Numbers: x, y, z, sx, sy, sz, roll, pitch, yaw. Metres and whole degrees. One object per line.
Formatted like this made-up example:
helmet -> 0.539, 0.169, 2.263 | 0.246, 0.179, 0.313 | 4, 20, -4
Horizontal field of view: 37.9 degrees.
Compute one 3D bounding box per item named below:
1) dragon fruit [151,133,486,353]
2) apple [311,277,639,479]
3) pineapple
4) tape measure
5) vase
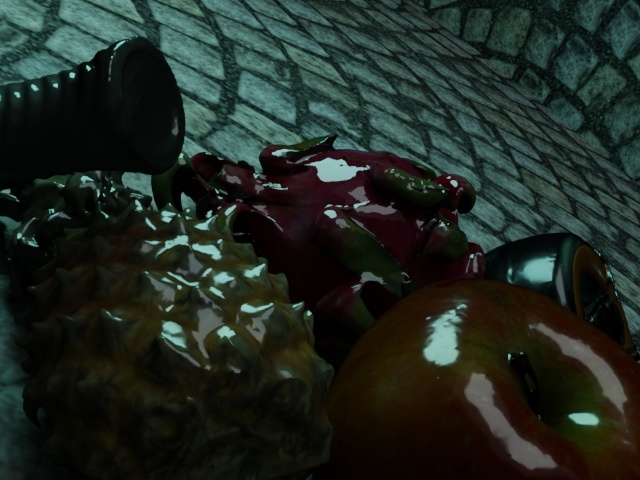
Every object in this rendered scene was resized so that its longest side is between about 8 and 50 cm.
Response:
dragon fruit -> 0.003, 0.008, 0.782 | 0.273, 0.198, 0.218 | 6, 37, 0
apple -> 0.100, 0.147, 0.583 | 0.230, 0.230, 0.230 | 27, 24, -13
pineapple -> -0.121, 0.024, 0.600 | 0.175, 0.175, 0.361 | 16, 25, -35
tape measure -> 0.222, 0.093, 0.872 | 0.223, 0.135, 0.202 | -17, 89, -64
vase -> -0.201, -0.058, 0.553 | 0.238, 0.115, 0.115 | -7, 13, 21
